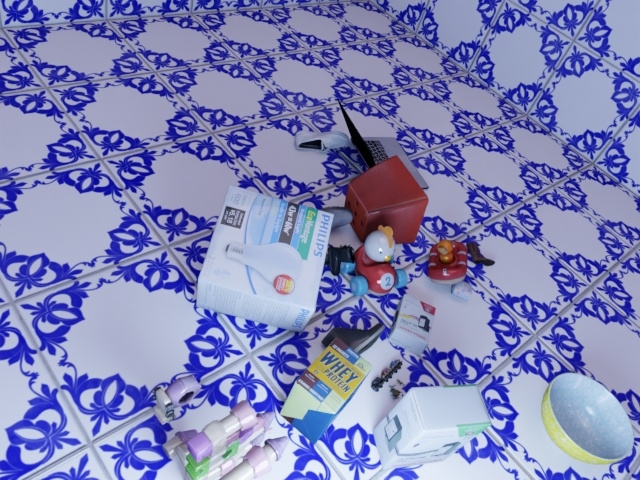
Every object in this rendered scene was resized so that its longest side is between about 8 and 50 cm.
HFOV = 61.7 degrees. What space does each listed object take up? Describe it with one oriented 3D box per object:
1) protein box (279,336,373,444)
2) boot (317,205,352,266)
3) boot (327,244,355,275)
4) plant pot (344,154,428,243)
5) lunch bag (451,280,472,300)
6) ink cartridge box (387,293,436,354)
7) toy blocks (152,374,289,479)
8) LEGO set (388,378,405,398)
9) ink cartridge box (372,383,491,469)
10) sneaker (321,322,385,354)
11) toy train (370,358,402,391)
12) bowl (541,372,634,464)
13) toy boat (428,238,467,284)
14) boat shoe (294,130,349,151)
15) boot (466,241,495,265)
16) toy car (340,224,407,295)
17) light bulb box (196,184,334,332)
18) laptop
[{"bbox_3d":[0.016,0.427,1.525,0.136,0.200,0.201,37,45,15],"label":"protein box"},{"bbox_3d":[0.000,0.000,2.023,0.337,0.118,0.223,-13,59,-22],"label":"boot"},{"bbox_3d":[0.079,0.072,1.923,0.099,0.121,0.045,-1,15,36],"label":"boot"},{"bbox_3d":[0.240,-0.138,2.142,0.235,0.268,0.267,-16,54,-19],"label":"plant pot"},{"bbox_3d":[0.543,0.195,2.068,0.071,0.053,0.083,24,33,0],"label":"lunch bag"},{"bbox_3d":[0.321,0.292,1.870,0.127,0.072,0.175,24,43,2],"label":"ink cartridge box"},{"bbox_3d":[-0.218,0.477,1.328,0.260,0.289,0.309,-28,59,-35],"label":"toy blocks"},{"bbox_3d":[0.241,0.477,1.698,0.054,0.023,0.083,47,36,21],"label":"LEGO set"},{"bbox_3d":[0.299,0.519,1.484,0.210,0.289,0.122,2,50,-20],"label":"ink cartridge box"},{"bbox_3d":[0.113,0.309,1.764,0.222,0.083,0.118,-29,62,-38],"label":"sneaker"},{"bbox_3d":[0.214,0.431,1.726,0.036,0.027,0.158,33,44,27],"label":"toy train"},{"bbox_3d":[0.819,0.589,1.713,0.289,0.156,0.290,11,44,-11],"label":"bowl"},{"bbox_3d":[0.489,0.061,2.080,0.150,0.151,0.231,-5,39,20],"label":"toy boat"},{"bbox_3d":[0.009,-0.446,2.470,0.257,0.095,0.084,-3,52,-10],"label":"boat shoe"},{"bbox_3d":[0.678,0.054,2.273,0.106,0.037,0.114,10,40,-15],"label":"boot"},{"bbox_3d":[0.215,0.057,1.938,0.219,0.238,0.210,-8,51,-27],"label":"toy car"},{"bbox_3d":[-0.176,0.063,1.734,0.360,0.225,0.358,15,60,-6],"label":"light bulb box"},{"bbox_3d":[0.290,-0.436,2.454,0.407,0.237,0.382,-5,50,-26],"label":"laptop"}]
